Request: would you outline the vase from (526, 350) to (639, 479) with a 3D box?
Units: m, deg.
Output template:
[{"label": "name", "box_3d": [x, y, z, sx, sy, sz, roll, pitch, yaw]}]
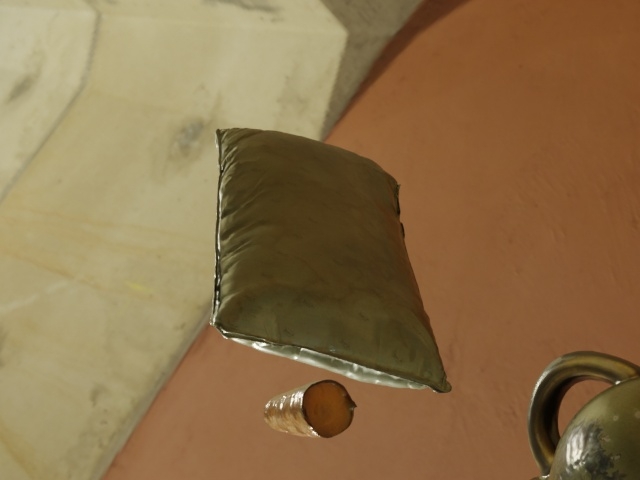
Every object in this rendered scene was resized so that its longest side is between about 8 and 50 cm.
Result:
[{"label": "vase", "box_3d": [0.371, 0.295, 1.264, 0.302, 0.241, 0.329, -51, -137, 35]}]

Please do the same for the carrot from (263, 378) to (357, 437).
[{"label": "carrot", "box_3d": [-0.033, 0.215, 1.239, 0.205, 0.072, 0.072, -22, -138, 62]}]

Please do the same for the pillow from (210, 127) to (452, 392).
[{"label": "pillow", "box_3d": [0.000, 0.000, 0.807, 0.302, 0.185, 0.075, -98, -153, -55]}]
